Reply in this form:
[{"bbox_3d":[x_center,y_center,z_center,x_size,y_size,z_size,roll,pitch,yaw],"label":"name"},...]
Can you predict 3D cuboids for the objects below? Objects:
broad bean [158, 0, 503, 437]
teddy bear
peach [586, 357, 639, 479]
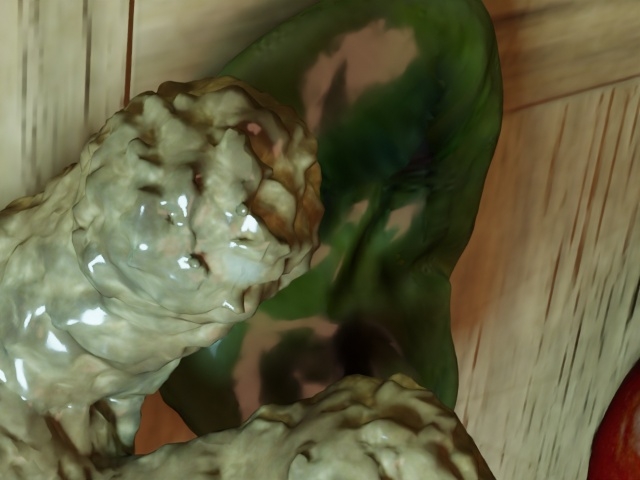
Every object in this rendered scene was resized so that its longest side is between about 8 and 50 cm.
[{"bbox_3d":[0.002,0.001,0.712,0.153,0.072,0.206,-13,117,-37],"label":"broad bean"},{"bbox_3d":[-0.128,0.094,0.555,0.296,0.246,0.222,-28,-177,30],"label":"teddy bear"},{"bbox_3d":[0.233,0.111,0.892,0.243,0.199,0.243,-30,176,-2],"label":"peach"}]
